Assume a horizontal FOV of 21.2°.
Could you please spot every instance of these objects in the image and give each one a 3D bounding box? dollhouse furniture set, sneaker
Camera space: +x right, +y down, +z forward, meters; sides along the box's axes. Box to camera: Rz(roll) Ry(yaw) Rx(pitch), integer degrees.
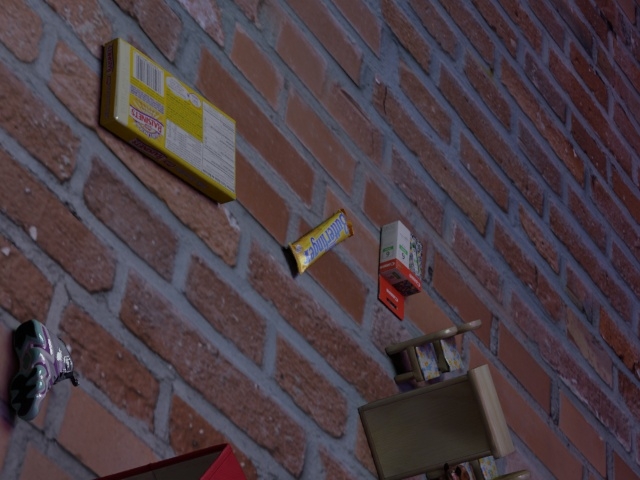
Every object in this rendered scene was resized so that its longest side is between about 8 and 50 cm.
[{"bbox_3d":[0.182,0.210,2.096,0.242,0.161,0.212,-11,82,-61],"label":"dollhouse furniture set"},{"bbox_3d":[-0.243,0.124,1.546,0.069,0.038,0.098,35,45,-45],"label":"sneaker"}]

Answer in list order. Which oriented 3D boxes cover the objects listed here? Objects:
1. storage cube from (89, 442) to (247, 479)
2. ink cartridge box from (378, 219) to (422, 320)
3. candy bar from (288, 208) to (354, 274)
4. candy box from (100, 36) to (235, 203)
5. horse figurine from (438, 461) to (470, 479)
[{"bbox_3d":[-0.143,0.314,1.454,0.193,0.184,0.215,65,29,-12],"label":"storage cube"},{"bbox_3d":[0.103,0.039,2.202,0.063,0.029,0.115,44,38,-40],"label":"ink cartridge box"},{"bbox_3d":[0.000,0.000,2.060,0.161,0.018,0.040,-35,104,-59],"label":"candy bar"},{"bbox_3d":[-0.161,-0.127,1.851,0.206,0.027,0.105,35,47,-46],"label":"candy box"},{"bbox_3d":[0.177,0.367,2.030,0.263,0.066,0.174,29,79,-47],"label":"horse figurine"}]
